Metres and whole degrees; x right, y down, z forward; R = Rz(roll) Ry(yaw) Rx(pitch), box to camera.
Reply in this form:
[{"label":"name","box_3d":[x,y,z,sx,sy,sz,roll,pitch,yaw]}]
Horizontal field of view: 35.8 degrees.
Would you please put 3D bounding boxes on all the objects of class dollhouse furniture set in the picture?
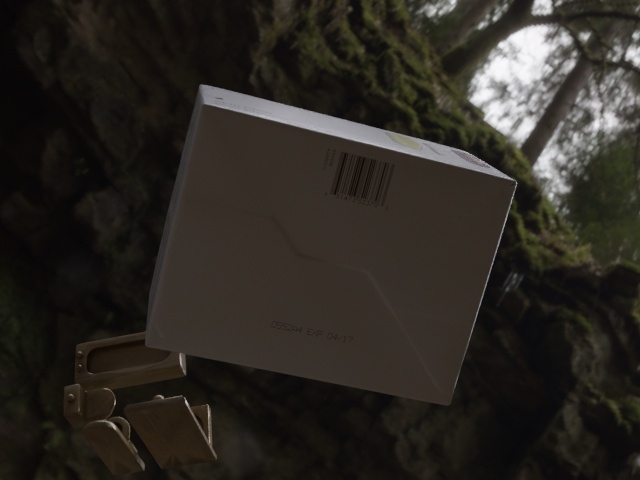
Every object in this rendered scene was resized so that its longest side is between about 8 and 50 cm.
[{"label":"dollhouse furniture set","box_3d":[-0.191,0.137,0.988,0.144,0.151,0.123,-10,-37,3]}]

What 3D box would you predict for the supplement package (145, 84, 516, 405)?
[{"label":"supplement package","box_3d":[0.000,0.000,0.853,0.261,0.145,0.204,13,-78,-12]}]
